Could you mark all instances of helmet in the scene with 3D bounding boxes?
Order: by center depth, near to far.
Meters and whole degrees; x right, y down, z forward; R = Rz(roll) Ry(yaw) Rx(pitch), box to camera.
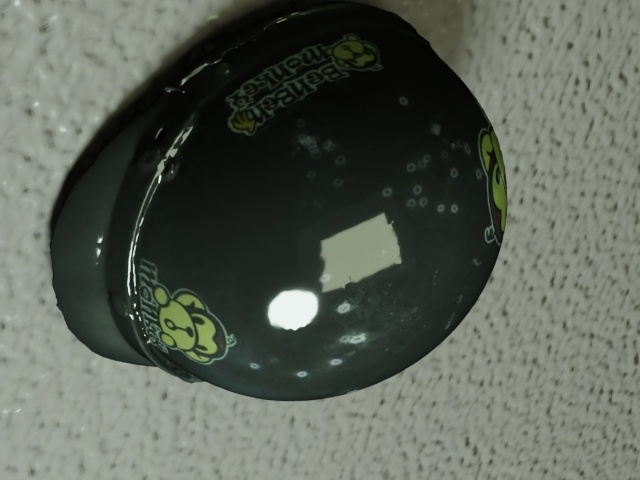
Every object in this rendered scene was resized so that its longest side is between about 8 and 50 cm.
[{"bbox_3d":[0.000,0.000,1.094,0.279,0.160,0.230,-31,140,-26],"label":"helmet"}]
